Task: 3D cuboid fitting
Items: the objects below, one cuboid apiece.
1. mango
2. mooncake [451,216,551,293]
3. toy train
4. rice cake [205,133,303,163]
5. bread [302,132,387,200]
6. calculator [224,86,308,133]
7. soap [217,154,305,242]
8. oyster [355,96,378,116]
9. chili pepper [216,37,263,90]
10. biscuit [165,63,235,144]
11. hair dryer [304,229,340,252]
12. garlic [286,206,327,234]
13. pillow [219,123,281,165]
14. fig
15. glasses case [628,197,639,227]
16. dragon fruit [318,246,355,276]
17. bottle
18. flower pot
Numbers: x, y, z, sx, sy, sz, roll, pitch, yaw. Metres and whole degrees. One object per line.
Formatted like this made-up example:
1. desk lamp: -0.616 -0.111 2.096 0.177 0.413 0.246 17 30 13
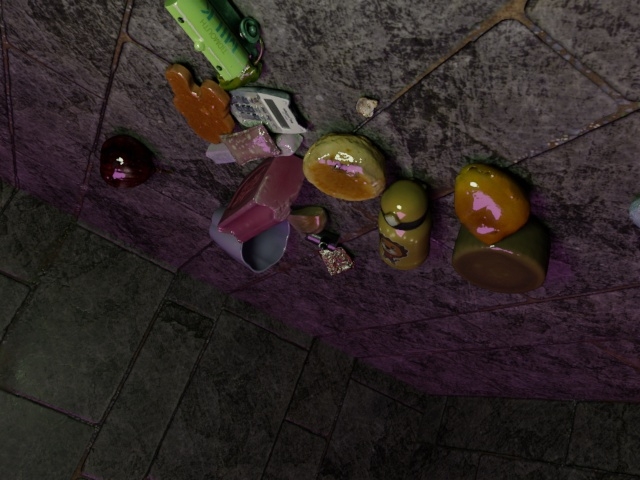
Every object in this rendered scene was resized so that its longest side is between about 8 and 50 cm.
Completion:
1. mango: 0.456 -0.111 1.483 0.236 0.136 0.166 35 140 -18
2. mooncake: 0.545 0.032 1.682 0.284 0.155 0.284 19 155 9
3. toy train: -0.240 -0.480 1.243 0.105 0.157 0.253 0 147 36
4. rice cake: -0.220 -0.292 1.753 0.399 0.070 0.064 1 145 39
5. bread: 0.073 -0.216 1.586 0.244 0.134 0.244 16 154 8
6. calculator: -0.166 -0.366 1.579 0.268 0.040 0.177 9 154 29
7. soap: -0.191 -0.142 1.850 0.128 0.233 0.359 32 155 -19
8. oyster: 0.114 -0.340 1.418 0.054 0.019 0.083 22 155 -5
9. chili pepper: -0.195 -0.429 1.423 0.073 0.072 0.204 37 153 -28
10. biscuit: -0.345 -0.393 1.653 0.202 0.047 0.334 26 160 7
11. hair dryer: 0.000 0.000 2.083 0.128 0.070 0.255 24 -173 1
12. garlic: -0.042 -0.074 2.065 0.195 0.087 0.101 3 137 44
13. pillow: -0.213 -0.280 1.661 0.185 0.043 0.118 -7 126 39
14. fig: -0.687 -0.276 2.069 0.249 0.186 0.204 16 139 -5
15. glasses case: 0.881 -0.026 1.374 0.282 0.067 0.109 31 153 -17
16. dragon fruit: 0.067 0.074 2.310 0.127 0.121 0.161 -20 -178 -1
17. bottle: 0.257 -0.056 1.725 0.171 0.171 0.351 14 155 17
18. flower pot: -0.293 -0.031 2.178 0.243 0.265 0.265 17 158 35
